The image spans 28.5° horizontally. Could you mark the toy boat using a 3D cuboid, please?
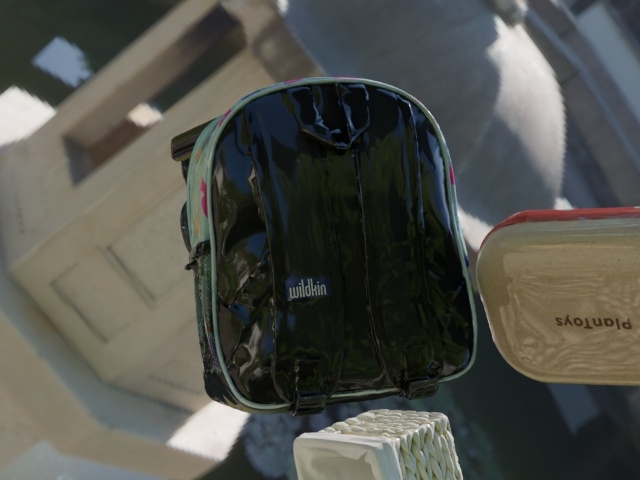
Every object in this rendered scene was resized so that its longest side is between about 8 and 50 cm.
[{"bbox_3d":[0.249,0.025,1.009,0.151,0.231,0.151,-51,131,-47],"label":"toy boat"}]

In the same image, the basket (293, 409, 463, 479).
[{"bbox_3d":[0.062,0.236,1.102,0.103,0.113,0.167,-21,101,-40],"label":"basket"}]

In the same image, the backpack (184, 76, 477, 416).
[{"bbox_3d":[0.000,0.000,1.020,0.191,0.225,0.254,178,-94,-75],"label":"backpack"}]

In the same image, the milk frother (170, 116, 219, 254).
[{"bbox_3d":[-0.075,-0.055,1.280,0.129,0.134,0.143,-10,86,-51],"label":"milk frother"}]
